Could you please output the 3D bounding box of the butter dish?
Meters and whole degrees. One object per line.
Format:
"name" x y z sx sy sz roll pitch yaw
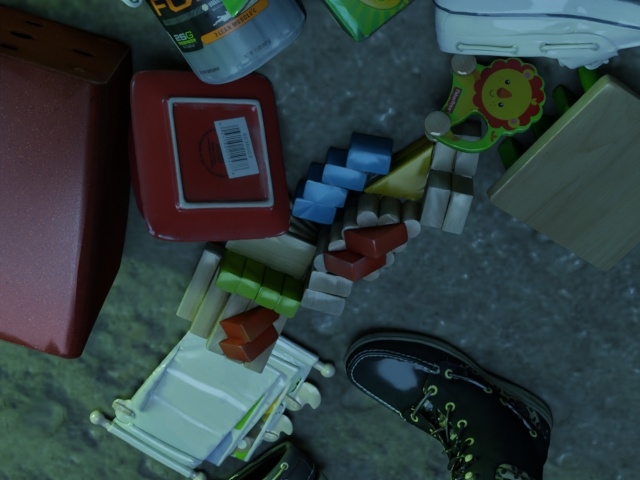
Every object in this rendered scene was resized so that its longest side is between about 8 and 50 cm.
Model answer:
"butter dish" -0.123 -0.070 1.458 0.160 0.160 0.118 -3 170 -36

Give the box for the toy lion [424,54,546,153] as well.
"toy lion" 0.155 -0.124 1.429 0.096 0.034 0.100 24 83 6

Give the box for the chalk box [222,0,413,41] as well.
"chalk box" 0.026 -0.290 1.249 0.289 0.180 0.179 -37 111 4

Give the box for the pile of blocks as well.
"pile of blocks" 0.000 0.000 1.489 0.362 0.112 0.149 -38 107 20

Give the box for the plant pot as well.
"plant pot" -0.296 -0.078 1.411 0.267 0.267 0.235 17 108 -5

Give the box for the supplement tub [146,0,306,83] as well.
"supplement tub" -0.106 -0.242 1.366 0.117 0.117 0.190 -27 114 19

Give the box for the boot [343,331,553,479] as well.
"boot" 0.131 0.193 1.558 0.236 0.178 0.085 25 119 -10

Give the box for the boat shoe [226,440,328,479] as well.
"boat shoe" -0.103 0.294 1.700 0.228 0.081 0.068 -32 110 13

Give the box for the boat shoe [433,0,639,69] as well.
"boat shoe" 0.229 -0.196 1.386 0.258 0.095 0.084 8 125 13

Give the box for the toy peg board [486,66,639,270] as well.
"toy peg board" 0.260 -0.078 1.462 0.161 0.079 0.161 29 120 -29

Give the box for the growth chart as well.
"growth chart" -0.111 0.169 1.659 0.172 0.021 0.237 38 116 -16

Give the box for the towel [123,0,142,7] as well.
"towel" -0.207 -0.261 1.354 0.023 0.152 0.113 -30 116 -17
